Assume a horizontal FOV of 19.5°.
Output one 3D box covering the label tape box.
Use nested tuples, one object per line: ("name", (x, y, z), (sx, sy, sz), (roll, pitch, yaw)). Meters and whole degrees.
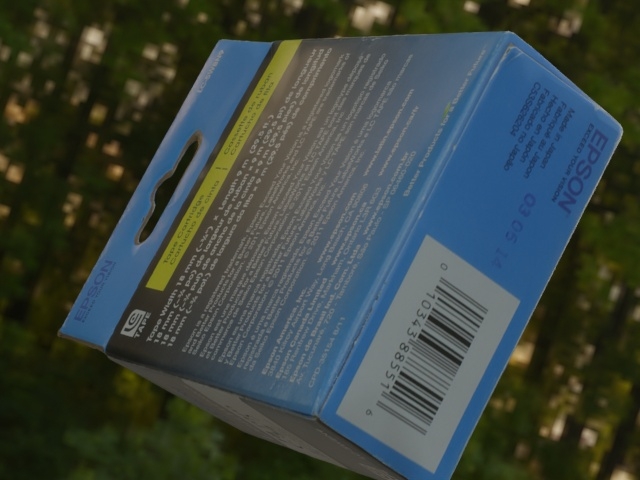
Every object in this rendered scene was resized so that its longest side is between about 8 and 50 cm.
("label tape box", (0.000, 0.000, 1.140), (0.106, 0.240, 0.334), (34, -13, -29))
